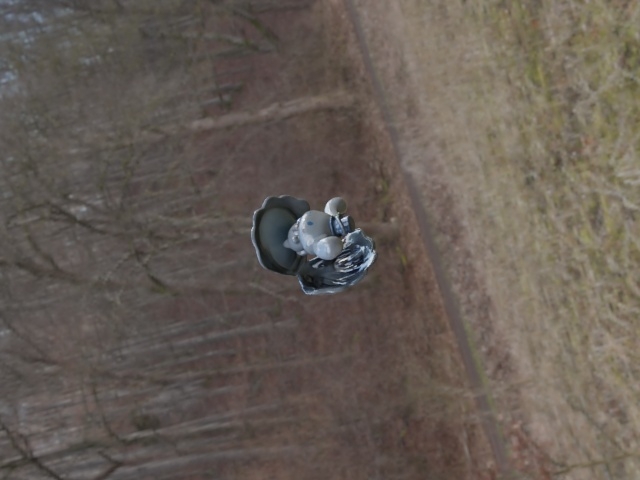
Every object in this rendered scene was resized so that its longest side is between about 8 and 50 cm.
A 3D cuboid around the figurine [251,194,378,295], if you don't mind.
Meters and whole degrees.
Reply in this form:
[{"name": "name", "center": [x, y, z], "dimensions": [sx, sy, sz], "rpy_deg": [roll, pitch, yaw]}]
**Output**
[{"name": "figurine", "center": [0.000, 0.000, 0.711], "dimensions": [0.094, 0.086, 0.082], "rpy_deg": [-53, -51, -39]}]
